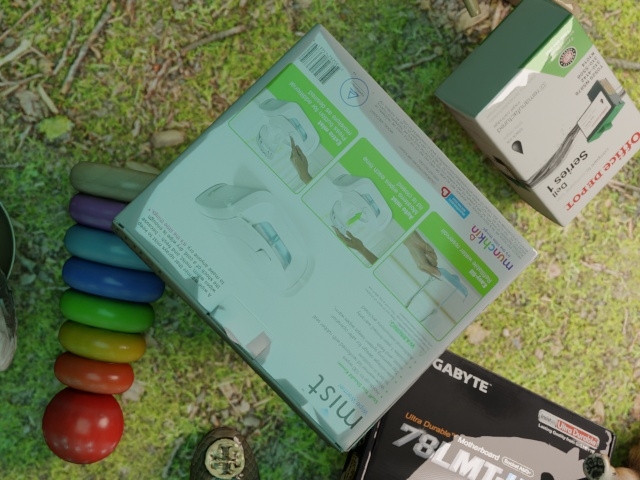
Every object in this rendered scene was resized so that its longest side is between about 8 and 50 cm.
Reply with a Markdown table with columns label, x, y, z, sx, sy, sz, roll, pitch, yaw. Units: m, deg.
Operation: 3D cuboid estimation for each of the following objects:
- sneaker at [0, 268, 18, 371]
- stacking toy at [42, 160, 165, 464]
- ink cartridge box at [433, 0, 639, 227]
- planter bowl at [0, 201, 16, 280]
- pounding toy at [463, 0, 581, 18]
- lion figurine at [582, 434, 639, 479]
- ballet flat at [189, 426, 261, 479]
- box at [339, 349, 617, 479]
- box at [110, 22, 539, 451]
| label | x | y | z | sx | sy | sz | roll | pitch | yaw |
| --- | --- | --- | --- | --- | --- | --- | --- | --- | --- |
| sneaker | -0.388 | 0.036 | 1.328 | 0.115 | 0.090 | 0.232 | -23 | 83 | -2 |
| stacking toy | -0.234 | 0.085 | 1.435 | 0.141 | 0.141 | 0.330 | 11 | 90 | -8 |
| ink cartridge box | 0.257 | -0.144 | 1.476 | 0.160 | 0.092 | 0.219 | -47 | 128 | 0 |
| planter bowl | -0.410 | 0.008 | 1.416 | 0.162 | 0.109 | 0.162 | 0 | 88 | -10 |
| pounding toy | 0.185 | -0.315 | 1.512 | 0.269 | 0.154 | 0.155 | 31 | 83 | -26 |
| lion figurine | 0.399 | 0.365 | 1.473 | 0.240 | 0.142 | 0.392 | 21 | 75 | -47 |
| ballet flat | -0.108 | 0.339 | 1.477 | 0.084 | 0.058 | 0.250 | 3 | 88 | -9 |
| box | 0.167 | 0.291 | 1.455 | 0.295 | 0.073 | 0.293 | 28 | 62 | -11 |
| box | 0.000 | 0.000 | 1.074 | 0.262 | 0.127 | 0.231 | 45 | 83 | -5 |
